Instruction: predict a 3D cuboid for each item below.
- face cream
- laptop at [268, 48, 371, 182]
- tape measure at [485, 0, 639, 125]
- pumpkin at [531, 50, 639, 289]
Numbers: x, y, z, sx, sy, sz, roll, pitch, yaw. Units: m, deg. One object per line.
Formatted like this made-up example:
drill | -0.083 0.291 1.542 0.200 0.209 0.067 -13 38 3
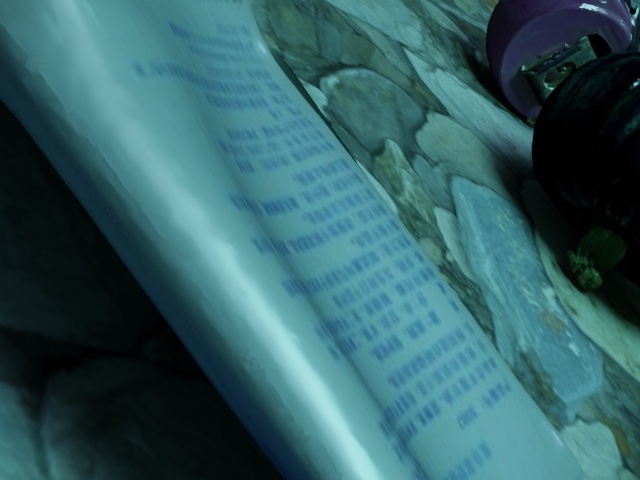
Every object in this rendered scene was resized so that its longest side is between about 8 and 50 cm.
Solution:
face cream | -0.024 -0.025 0.553 0.420 0.137 0.235 52 17 7
laptop | 0.000 0.000 0.698 0.269 0.015 0.187 56 25 18
tape measure | 0.190 -0.147 1.110 0.118 0.125 0.074 51 17 -35
pumpkin | 0.230 -0.039 0.981 0.194 0.150 0.194 49 21 -26
